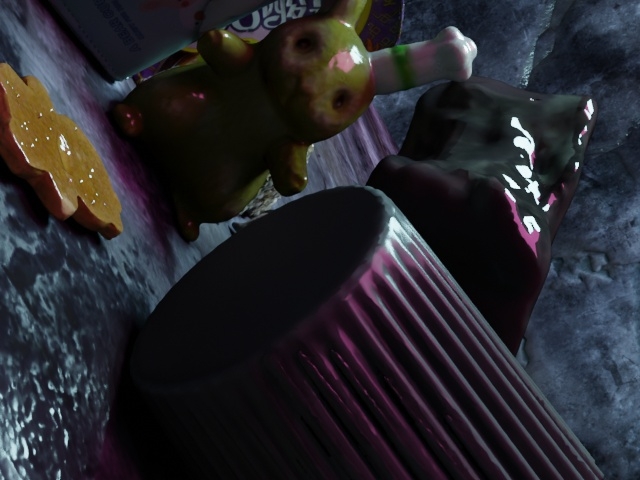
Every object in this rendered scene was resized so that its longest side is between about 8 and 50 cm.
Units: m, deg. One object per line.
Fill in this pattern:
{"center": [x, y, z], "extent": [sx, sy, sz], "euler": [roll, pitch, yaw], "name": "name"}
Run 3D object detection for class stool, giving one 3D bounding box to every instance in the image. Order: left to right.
{"center": [0.036, 0.154, 0.996], "extent": [0.330, 0.297, 0.297], "euler": [56, 13, -22], "name": "stool"}

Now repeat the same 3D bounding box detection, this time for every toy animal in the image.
{"center": [-0.037, -0.155, 1.229], "extent": [0.181, 0.362, 0.180], "euler": [59, 25, -10], "name": "toy animal"}

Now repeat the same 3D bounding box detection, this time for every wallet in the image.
{"center": [-0.144, -0.275, 1.201], "extent": [0.176, 0.250, 0.075], "euler": [53, 15, -48], "name": "wallet"}

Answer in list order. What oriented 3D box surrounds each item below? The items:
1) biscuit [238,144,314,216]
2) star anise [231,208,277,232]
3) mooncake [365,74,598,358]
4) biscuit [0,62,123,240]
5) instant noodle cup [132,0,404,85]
{"center": [-0.061, -0.080, 1.487], "extent": [0.032, 0.133, 0.250], "euler": [47, 10, 6], "name": "biscuit"}
{"center": [-0.007, -0.001, 1.484], "extent": [0.197, 0.212, 0.073], "euler": [-164, -101, -82], "name": "star anise"}
{"center": [0.147, 0.012, 1.277], "extent": [0.381, 0.212, 0.351], "euler": [-47, 149, -63], "name": "mooncake"}
{"center": [-0.220, -0.072, 0.973], "extent": [0.133, 0.027, 0.184], "euler": [66, 9, 14], "name": "biscuit"}
{"center": [-0.086, -0.294, 1.464], "extent": [0.340, 0.339, 0.266], "euler": [61, 0, -17], "name": "instant noodle cup"}
